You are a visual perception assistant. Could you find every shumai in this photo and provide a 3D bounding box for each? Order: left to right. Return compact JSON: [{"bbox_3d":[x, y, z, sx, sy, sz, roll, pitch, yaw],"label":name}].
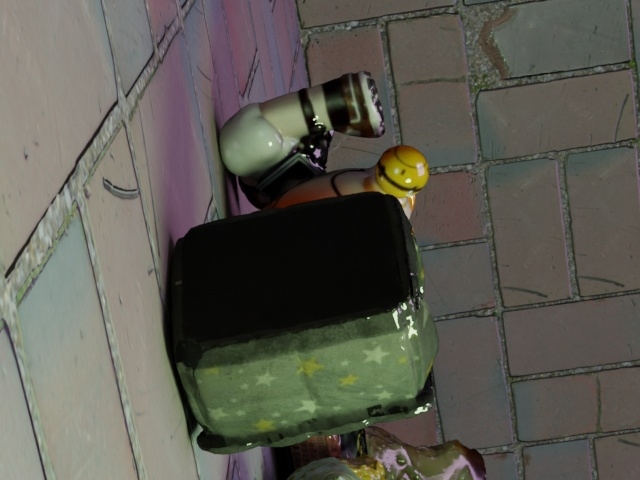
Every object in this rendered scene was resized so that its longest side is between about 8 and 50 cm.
[{"bbox_3d":[0.179,0.491,2.642,0.217,0.283,0.346,-94,177,-67],"label":"shumai"}]

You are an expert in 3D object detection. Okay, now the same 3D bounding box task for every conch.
[{"bbox_3d":[-0.007,0.305,1.565,0.153,0.102,0.135,-50,-143,29],"label":"conch"}]

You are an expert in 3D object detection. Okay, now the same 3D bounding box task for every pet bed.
[{"bbox_3d":[-0.009,0.080,1.177,0.183,0.211,0.159,-98,176,-51],"label":"pet bed"}]

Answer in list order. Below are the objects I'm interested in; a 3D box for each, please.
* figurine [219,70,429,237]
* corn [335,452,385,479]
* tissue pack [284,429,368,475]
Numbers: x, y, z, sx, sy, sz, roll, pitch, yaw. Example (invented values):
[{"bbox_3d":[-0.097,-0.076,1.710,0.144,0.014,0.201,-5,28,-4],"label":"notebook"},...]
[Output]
[{"bbox_3d":[-0.004,-0.001,1.586,0.320,0.196,0.323,-38,-117,47],"label":"figurine"},{"bbox_3d":[0.029,0.407,1.654,0.101,0.102,0.310,-71,166,-82],"label":"corn"},{"bbox_3d":[0.014,0.278,1.810,0.245,0.123,0.332,-93,174,-77],"label":"tissue pack"}]
